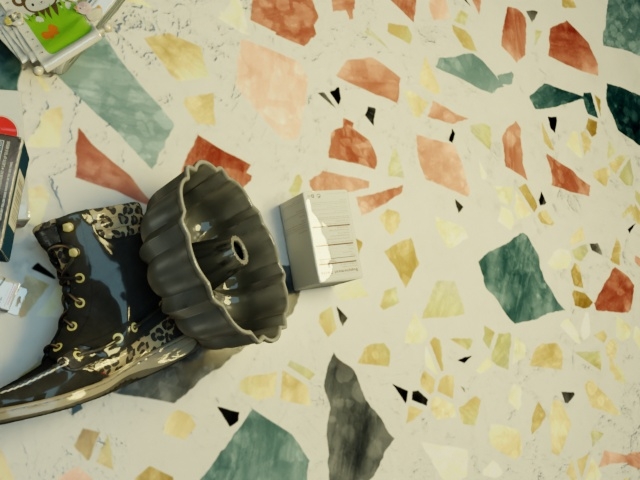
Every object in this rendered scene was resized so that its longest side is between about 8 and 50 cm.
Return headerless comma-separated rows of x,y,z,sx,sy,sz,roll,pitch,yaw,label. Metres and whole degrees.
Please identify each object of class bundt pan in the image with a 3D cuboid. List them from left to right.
-0.187,0.037,1.225,0.331,0.124,0.331,55,22,-35,bundt pan

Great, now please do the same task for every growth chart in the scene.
-0.479,-0.385,1.208,0.237,0.021,0.172,43,77,7,growth chart

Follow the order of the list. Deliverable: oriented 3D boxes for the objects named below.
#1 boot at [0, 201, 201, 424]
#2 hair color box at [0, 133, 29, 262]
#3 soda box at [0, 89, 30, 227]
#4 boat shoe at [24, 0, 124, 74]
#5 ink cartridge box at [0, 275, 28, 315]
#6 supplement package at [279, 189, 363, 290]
-0.389,0.108,1.143,0.377,0.138,0.284,-19,90,-37,boot
-0.613,-0.084,1.025,0.347,0.105,0.174,9,75,-15,hair color box
-0.516,-0.131,1.164,0.073,0.069,0.216,-3,81,-31,soda box
-0.411,-0.429,1.277,0.094,0.109,0.302,36,65,-15,boat shoe
-0.508,0.082,1.142,0.083,0.028,0.048,25,67,-25,ink cartridge box
0.000,0.000,1.425,0.105,0.105,0.179,-5,82,-32,supplement package
